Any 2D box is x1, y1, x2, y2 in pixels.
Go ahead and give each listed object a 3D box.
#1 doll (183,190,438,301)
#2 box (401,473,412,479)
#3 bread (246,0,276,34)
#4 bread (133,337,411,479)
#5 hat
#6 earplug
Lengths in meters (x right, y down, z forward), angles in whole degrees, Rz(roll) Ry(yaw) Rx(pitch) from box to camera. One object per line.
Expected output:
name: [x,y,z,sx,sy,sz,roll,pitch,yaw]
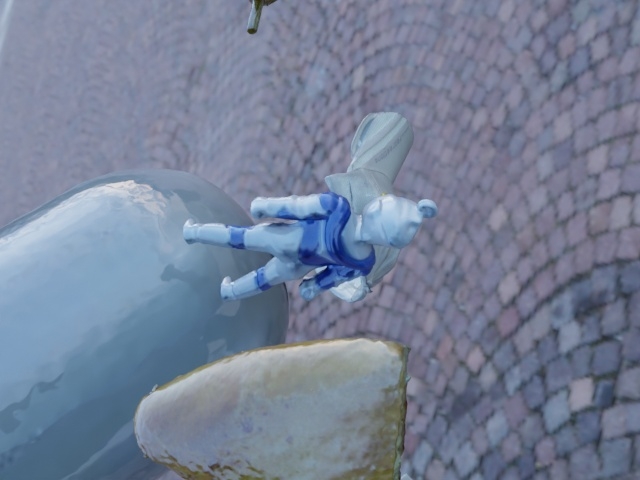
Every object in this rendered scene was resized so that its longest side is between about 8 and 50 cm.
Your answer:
doll: [0.000,0.000,1.106,0.227,0.114,0.057,-10,35,25]
box: [0.093,0.255,1.150,0.024,0.083,0.054,-46,-11,13]
bread: [-0.048,-0.373,1.393,0.124,0.084,0.344,96,-174,-64]
bread: [0.000,0.094,0.593,0.136,0.154,0.054,-50,10,33]
hat: [0.084,-0.042,1.703,0.226,0.164,0.219,-39,-23,-24]
earplug: [-0.225,0.105,1.283,0.394,0.312,0.313,-33,18,-18]
